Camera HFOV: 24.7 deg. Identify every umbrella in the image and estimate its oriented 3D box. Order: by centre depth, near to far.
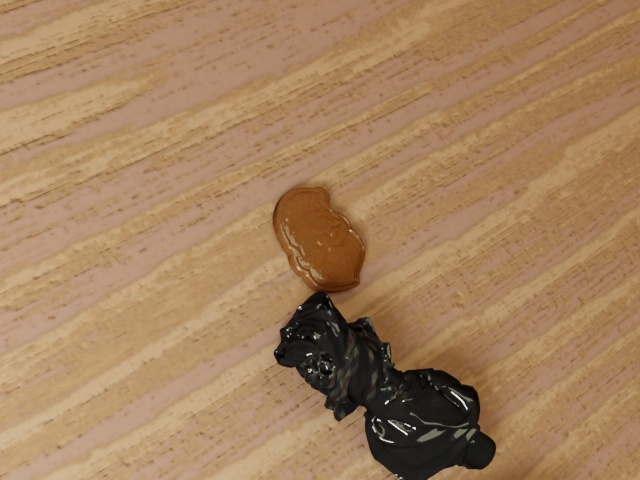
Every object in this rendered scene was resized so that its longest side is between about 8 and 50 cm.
[{"bbox_3d":[0.073,0.166,1.553,0.272,0.110,0.122,36,53,-20],"label":"umbrella"}]

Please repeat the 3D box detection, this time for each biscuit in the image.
[{"bbox_3d":[0.000,0.000,1.632,0.102,0.019,0.130,-29,86,-38],"label":"biscuit"}]
